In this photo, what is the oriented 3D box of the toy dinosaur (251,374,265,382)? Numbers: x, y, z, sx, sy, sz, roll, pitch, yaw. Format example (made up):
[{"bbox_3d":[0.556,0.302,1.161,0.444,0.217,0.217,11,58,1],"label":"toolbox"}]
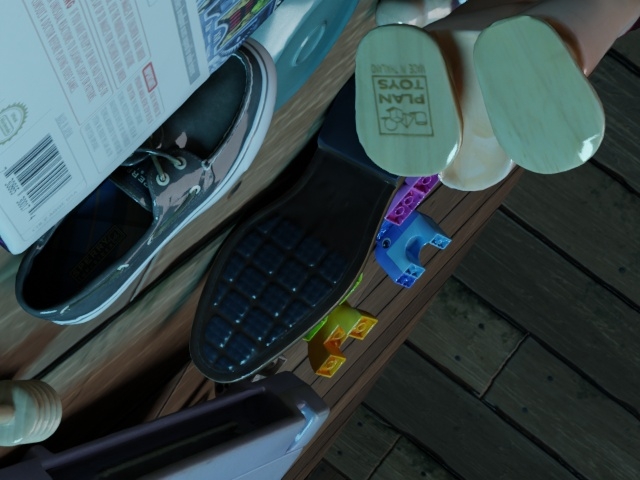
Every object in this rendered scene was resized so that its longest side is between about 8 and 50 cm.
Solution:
[{"bbox_3d":[-0.100,0.173,1.295,0.268,0.064,0.118,-55,166,-7],"label":"toy dinosaur"}]

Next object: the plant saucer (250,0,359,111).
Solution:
[{"bbox_3d":[-0.012,-0.095,0.735,0.119,0.021,0.119,-51,172,-9],"label":"plant saucer"}]

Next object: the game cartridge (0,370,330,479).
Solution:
[{"bbox_3d":[-0.146,0.202,1.001,0.230,0.068,0.355,-51,164,21],"label":"game cartridge"}]

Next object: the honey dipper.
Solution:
[{"bbox_3d":[-0.149,0.075,0.676,0.030,0.030,0.160,-53,170,3],"label":"honey dipper"}]

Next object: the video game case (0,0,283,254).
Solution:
[{"bbox_3d":[-0.033,-0.109,0.390,0.210,0.042,0.232,-46,169,-10],"label":"video game case"}]

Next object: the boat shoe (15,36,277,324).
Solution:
[{"bbox_3d":[-0.069,-0.022,0.636,0.142,0.049,0.040,-52,172,8],"label":"boat shoe"}]

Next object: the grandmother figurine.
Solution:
[{"bbox_3d":[0.131,-0.128,0.872,0.342,0.207,0.104,-41,133,-54],"label":"grandmother figurine"}]

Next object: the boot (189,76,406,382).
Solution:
[{"bbox_3d":[0.000,0.000,1.015,0.219,0.082,0.106,-54,170,-4],"label":"boot"}]

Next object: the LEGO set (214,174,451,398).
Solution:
[{"bbox_3d":[0.003,0.017,1.150,0.227,0.093,0.087,-50,142,14],"label":"LEGO set"}]
